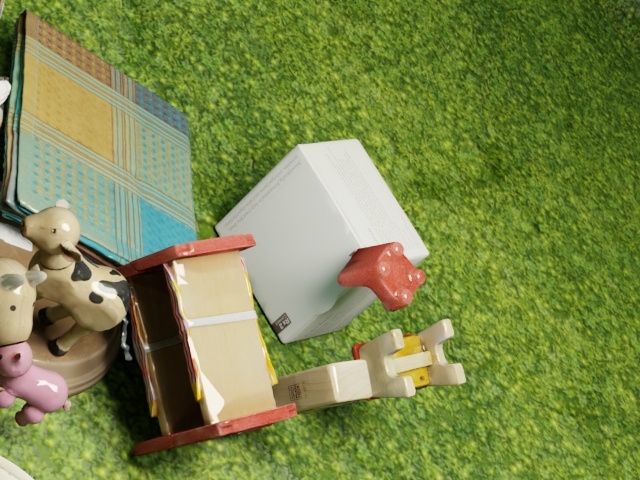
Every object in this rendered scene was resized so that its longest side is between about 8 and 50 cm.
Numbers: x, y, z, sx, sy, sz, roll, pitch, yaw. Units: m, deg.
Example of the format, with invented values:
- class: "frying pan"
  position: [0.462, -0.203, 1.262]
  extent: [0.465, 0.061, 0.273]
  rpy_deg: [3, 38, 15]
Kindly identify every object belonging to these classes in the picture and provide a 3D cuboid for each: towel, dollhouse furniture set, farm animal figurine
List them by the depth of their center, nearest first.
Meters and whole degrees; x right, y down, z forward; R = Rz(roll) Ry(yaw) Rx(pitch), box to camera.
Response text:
- class: "farm animal figurine"
  position: [-0.315, 0.027, 1.471]
  extent: [0.326, 0.172, 0.330]
  rpy_deg: [57, 29, -6]
- class: "dollhouse furniture set"
  position: [-0.038, 0.098, 1.742]
  extent: [0.374, 0.152, 0.201]
  rpy_deg: [-7, 82, -43]
- class: "towel"
  position: [-0.251, -0.091, 1.853]
  extent: [0.271, 0.040, 0.370]
  rpy_deg: [34, 29, -31]

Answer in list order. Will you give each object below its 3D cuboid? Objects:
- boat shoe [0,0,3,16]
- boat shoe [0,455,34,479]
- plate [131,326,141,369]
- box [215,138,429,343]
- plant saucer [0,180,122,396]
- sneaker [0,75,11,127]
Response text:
- class: "boat shoe"
  position: [-0.412, -0.240, 1.846]
  extent: [0.066, 0.066, 0.183]
  rpy_deg: [33, 37, -20]
- class: "boat shoe"
  position: [-0.242, 0.326, 1.443]
  extent: [0.116, 0.096, 0.324]
  rpy_deg: [-40, 83, -16]
- class: "plate"
  position: [-0.138, 0.140, 1.804]
  extent: [0.188, 0.024, 0.188]
  rpy_deg: [28, 40, -26]
- class: "box"
  position: [0.000, 0.000, 1.953]
  extent: [0.119, 0.181, 0.182]
  rpy_deg: [-10, 64, -52]
- class: "plant saucer"
  position: [-0.321, 0.040, 1.692]
  extent: [0.278, 0.041, 0.278]
  rpy_deg: [28, 39, -25]
- class: "sneaker"
  position: [-0.426, -0.116, 1.671]
  extent: [0.100, 0.108, 0.271]
  rpy_deg: [12, 15, 31]
